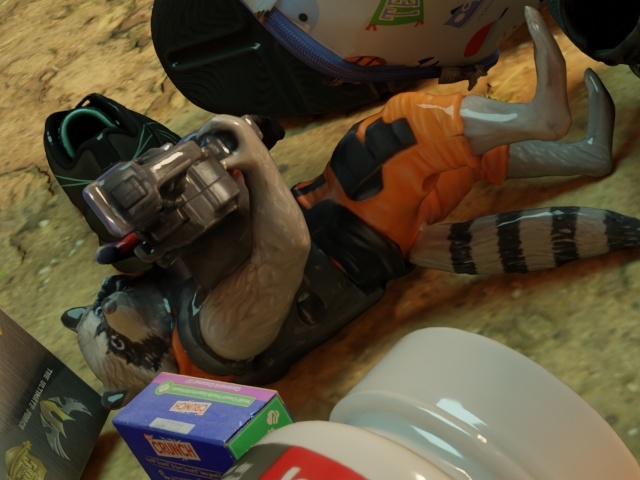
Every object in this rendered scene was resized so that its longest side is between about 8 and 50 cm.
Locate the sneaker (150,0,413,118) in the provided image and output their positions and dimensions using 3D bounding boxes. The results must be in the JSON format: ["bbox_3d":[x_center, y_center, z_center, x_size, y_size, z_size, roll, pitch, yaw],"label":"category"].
[{"bbox_3d":[0.096,-0.235,1.329,0.448,0.169,0.257,-23,8,23],"label":"sneaker"}]

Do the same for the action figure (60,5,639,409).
[{"bbox_3d":[0.000,0.000,0.936,0.330,0.178,0.341,-28,1,14],"label":"action figure"}]

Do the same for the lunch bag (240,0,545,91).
[{"bbox_3d":[0.009,-0.221,1.087,0.115,0.303,0.243,-49,-20,29],"label":"lunch bag"}]

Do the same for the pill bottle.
[{"bbox_3d":[-0.007,0.171,0.640,0.283,0.161,0.161,-44,30,-27],"label":"pill bottle"}]

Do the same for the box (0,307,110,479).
[{"bbox_3d":[-0.227,0.117,0.928,0.056,0.183,0.231,-36,19,32],"label":"box"}]

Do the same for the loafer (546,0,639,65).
[{"bbox_3d":[0.166,-0.135,0.944,0.078,0.076,0.223,11,12,-15],"label":"loafer"}]

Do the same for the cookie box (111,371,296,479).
[{"bbox_3d":[-0.037,0.119,0.825,0.092,0.107,0.040,5,42,48],"label":"cookie box"}]

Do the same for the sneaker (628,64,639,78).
[{"bbox_3d":[0.242,-0.119,1.007,0.122,0.110,0.283,-53,24,37],"label":"sneaker"}]

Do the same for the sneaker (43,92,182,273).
[{"bbox_3d":[-0.155,-0.070,1.285,0.101,0.106,0.267,-33,25,-5],"label":"sneaker"}]
